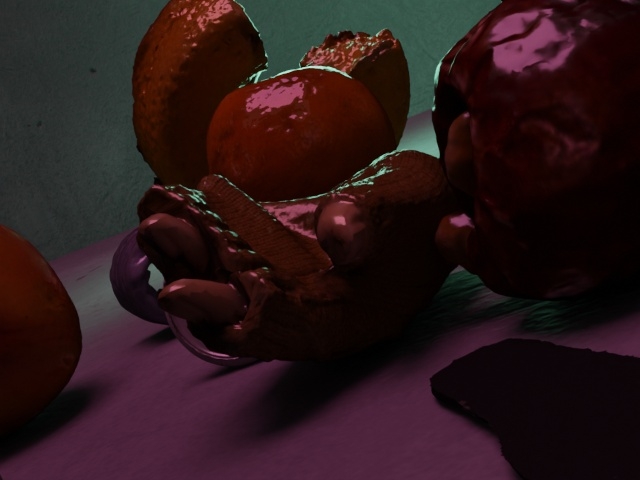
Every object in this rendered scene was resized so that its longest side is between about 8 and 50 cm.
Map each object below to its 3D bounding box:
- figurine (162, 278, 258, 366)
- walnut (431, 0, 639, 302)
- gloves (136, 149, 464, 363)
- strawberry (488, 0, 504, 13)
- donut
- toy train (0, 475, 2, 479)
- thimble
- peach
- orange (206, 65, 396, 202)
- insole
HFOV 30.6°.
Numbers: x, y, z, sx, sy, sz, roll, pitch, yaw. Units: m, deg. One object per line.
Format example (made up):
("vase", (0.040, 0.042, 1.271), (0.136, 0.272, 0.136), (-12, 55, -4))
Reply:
("figurine", (-0.062, 0.045, 1.102), (0.132, 0.132, 0.154), (-21, -5, 16))
("walnut", (0.208, -0.071, 0.817), (0.269, 0.244, 0.221), (-18, 45, -9))
("gloves", (0.007, 0.014, 0.908), (0.203, 0.155, 0.356), (-8, 0, 39))
("strawberry", (0.337, -0.222, 1.181), (0.310, 0.291, 0.292), (20, 37, 40))
("donut", (-0.066, -0.178, 1.780), (0.435, 0.377, 0.163), (5, 20, -20))
("toy train", (-0.336, 0.220, 0.922), (0.207, 0.043, 0.047), (-21, 4, 13))
("thimble", (-0.164, 0.034, 1.377), (0.151, 0.127, 0.118), (-27, 10, -20))
("peach", (-0.364, 0.093, 1.180), (0.281, 0.238, 0.281), (12, -4, 1))
("orange", (-0.025, -0.113, 1.589), (0.261, 0.261, 0.261), (-23, 8, 3))
("insole", (0.125, 0.086, 0.600), (0.110, 0.012, 0.309), (-26, 8, -12))
